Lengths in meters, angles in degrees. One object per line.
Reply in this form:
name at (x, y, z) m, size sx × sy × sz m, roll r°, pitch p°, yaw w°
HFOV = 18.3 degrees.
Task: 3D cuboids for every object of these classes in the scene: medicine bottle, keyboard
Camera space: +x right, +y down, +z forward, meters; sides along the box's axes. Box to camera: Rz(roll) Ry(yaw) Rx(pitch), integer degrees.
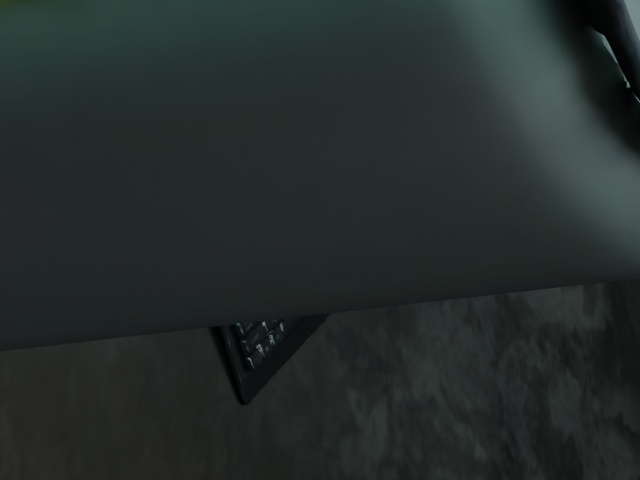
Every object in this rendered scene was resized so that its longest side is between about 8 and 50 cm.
medicine bottle at (-0.081, -0.079, 0.466) m, size 0.213 × 0.379 × 0.213 m, roll 20°, pitch 66°, yaw -55°
keyboard at (0.002, 0.000, 0.933) m, size 0.196 × 0.015 × 0.074 m, roll -44°, pitch 120°, yaw -53°
